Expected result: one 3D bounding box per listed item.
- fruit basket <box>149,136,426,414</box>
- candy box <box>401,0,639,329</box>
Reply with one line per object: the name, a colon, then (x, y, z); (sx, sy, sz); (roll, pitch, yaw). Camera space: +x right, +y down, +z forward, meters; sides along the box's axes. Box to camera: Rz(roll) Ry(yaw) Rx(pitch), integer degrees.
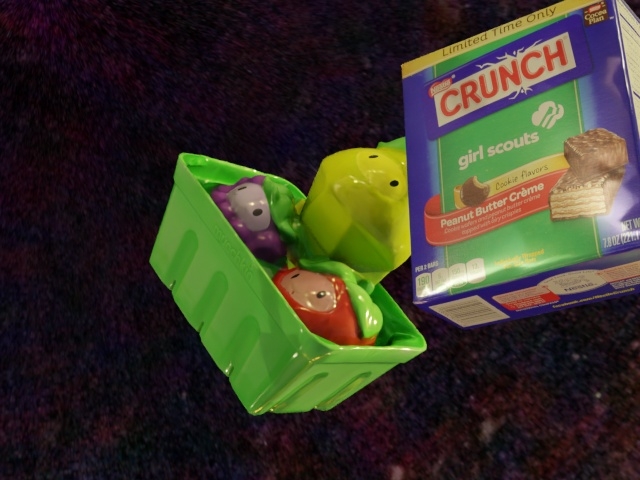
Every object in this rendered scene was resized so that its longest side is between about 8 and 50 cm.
fruit basket: (0.000, 0.000, 1.222); (0.283, 0.392, 0.392); (10, 105, -51)
candy box: (0.236, -0.088, 1.027); (0.268, 0.317, 0.122); (-18, 148, 32)
